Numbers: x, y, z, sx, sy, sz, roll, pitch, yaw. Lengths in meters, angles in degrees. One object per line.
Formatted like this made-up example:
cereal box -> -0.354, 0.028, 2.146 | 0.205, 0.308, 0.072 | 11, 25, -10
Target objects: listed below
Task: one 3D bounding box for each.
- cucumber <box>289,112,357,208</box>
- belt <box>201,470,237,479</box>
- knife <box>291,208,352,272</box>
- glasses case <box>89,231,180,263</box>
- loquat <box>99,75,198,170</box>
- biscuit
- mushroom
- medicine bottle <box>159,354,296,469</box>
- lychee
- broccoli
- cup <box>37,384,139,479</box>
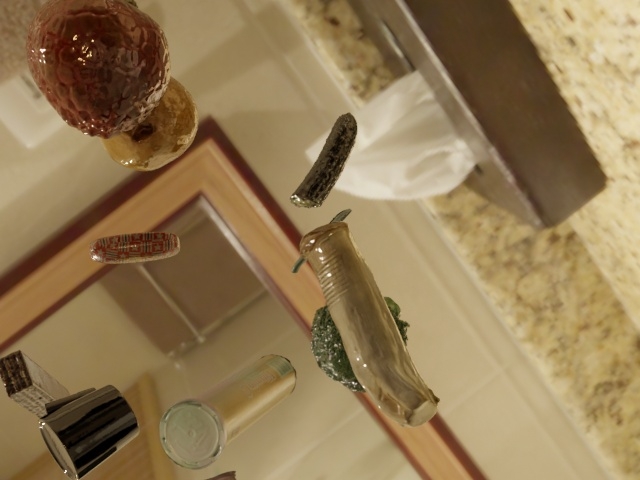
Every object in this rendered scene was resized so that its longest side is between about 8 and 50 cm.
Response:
cucumber -> 0.021, -0.158, 1.780 | 0.067, 0.245, 0.067 | 24, 152, 14
belt -> -0.221, 0.659, 2.001 | 0.295, 0.160, 0.207 | -134, 46, -72
knife -> -0.001, 0.000, 2.178 | 0.028, 0.210, 0.015 | 32, -168, -45
glasses case -> -0.404, 0.019, 1.960 | 0.073, 0.194, 0.049 | 94, 169, -64
loquat -> -0.356, -0.244, 1.839 | 0.208, 0.208, 0.208 | 53, 178, 3
biscuit -> -0.731, 0.399, 2.359 | 0.107, 0.073, 0.388 | 60, 171, 24
mushroom -> 0.069, 0.124, 1.376 | 0.351, 0.095, 0.123 | 61, 155, 20
medicine bottle -> -0.140, 0.283, 1.566 | 0.108, 0.108, 0.426 | 52, -166, 7
lychee -> -0.395, -0.331, 1.608 | 0.255, 0.255, 0.300 | 56, -155, -56
broccoli -> 0.110, 0.229, 2.172 | 0.270, 0.270, 0.270 | 18, 125, 27
cup -> -0.554, 0.413, 2.092 | 0.239, 0.177, 0.166 | 42, 145, 26
